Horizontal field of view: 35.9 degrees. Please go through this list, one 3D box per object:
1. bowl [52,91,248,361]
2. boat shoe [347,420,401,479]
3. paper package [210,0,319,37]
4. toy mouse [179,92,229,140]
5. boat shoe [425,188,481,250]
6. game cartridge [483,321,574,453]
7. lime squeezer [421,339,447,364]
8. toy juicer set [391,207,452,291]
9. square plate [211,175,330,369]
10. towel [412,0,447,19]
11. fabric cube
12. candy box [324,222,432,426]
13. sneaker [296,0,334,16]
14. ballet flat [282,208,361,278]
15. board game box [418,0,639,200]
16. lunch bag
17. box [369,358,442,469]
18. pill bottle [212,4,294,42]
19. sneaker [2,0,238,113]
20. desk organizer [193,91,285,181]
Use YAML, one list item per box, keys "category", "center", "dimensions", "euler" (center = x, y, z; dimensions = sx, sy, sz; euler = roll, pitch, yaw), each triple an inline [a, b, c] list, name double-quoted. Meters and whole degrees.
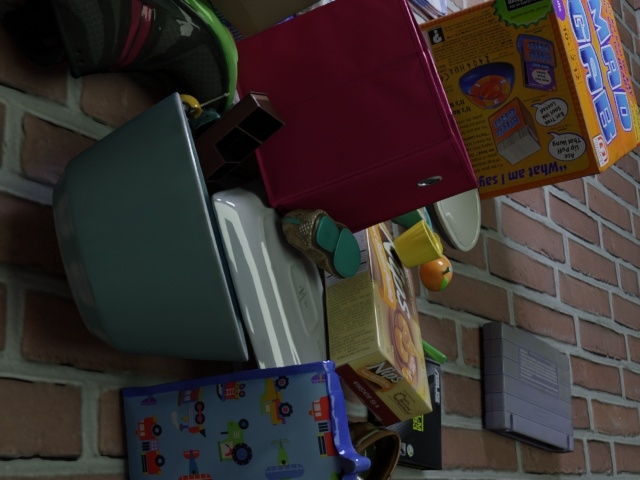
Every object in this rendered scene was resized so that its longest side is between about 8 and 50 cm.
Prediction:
- category: "bowl"
  center: [-0.195, 0.005, 1.110]
  dimensions: [0.311, 0.163, 0.312]
  euler: [165, -90, -84]
- category: "boat shoe"
  center: [0.022, 0.368, 1.413]
  dimensions: [0.123, 0.120, 0.324]
  euler: [63, 36, -21]
- category: "paper package"
  center: [-0.136, -0.455, 1.199]
  dimensions: [0.309, 0.168, 0.325]
  euler: [65, 11, 26]
- category: "toy mouse"
  center: [-0.189, -0.148, 1.299]
  dimensions: [0.143, 0.161, 0.031]
  euler: [78, -9, -74]
- category: "boat shoe"
  center: [0.203, -0.125, 1.851]
  dimensions: [0.116, 0.099, 0.319]
  euler: [-34, 105, -37]
- category: "game cartridge"
  center: [0.446, 0.318, 2.117]
  dimensions: [0.355, 0.068, 0.230]
  euler: [28, 53, -49]
- category: "lime squeezer"
  center: [0.156, 0.173, 1.678]
  dimensions: [0.110, 0.059, 0.310]
  euler: [53, -1, 7]
- category: "toy juicer set"
  center: [0.166, -0.060, 1.723]
  dimensions: [0.209, 0.089, 0.329]
  euler: [47, 19, -49]
- category: "square plate"
  center: [-0.043, 0.081, 1.369]
  dimensions: [0.347, 0.049, 0.344]
  euler: [-42, 116, -77]
- category: "towel"
  center: [0.184, -0.602, 2.056]
  dimensions: [0.285, 0.034, 0.209]
  euler: [25, 59, -50]
- category: "fabric cube"
  center: [0.051, -0.172, 1.412]
  dimensions: [0.254, 0.258, 0.259]
  euler: [39, 32, -70]
- category: "candy box"
  center: [0.083, 0.105, 1.538]
  dimensions: [0.183, 0.087, 0.316]
  euler: [52, 24, -41]
- category: "sneaker"
  center: [-0.008, -0.363, 1.663]
  dimensions: [0.083, 0.071, 0.191]
  euler: [-52, 122, -43]
- category: "ballet flat"
  center: [0.000, 0.000, 1.376]
  dimensions: [0.206, 0.067, 0.073]
  euler: [51, 56, -63]
- category: "board game box"
  center: [0.388, -0.297, 1.961]
  dimensions: [0.356, 0.356, 0.356]
  euler: [-27, 102, -56]
- category: "lunch bag"
  center: [-0.076, 0.263, 1.147]
  dimensions: [0.138, 0.293, 0.221]
  euler: [5, 75, -55]
- category: "box"
  center: [0.147, 0.290, 1.695]
  dimensions: [0.184, 0.045, 0.191]
  euler: [25, 60, -48]
- category: "pill bottle"
  center: [-0.115, -0.358, 1.461]
  dimensions: [0.187, 0.112, 0.112]
  euler: [61, 37, -23]
- category: "sneaker"
  center: [-0.266, -0.282, 1.192]
  dimensions: [0.202, 0.185, 0.483]
  euler: [-47, 146, 0]
- category: "desk organizer"
  center: [-0.113, -0.134, 1.296]
  dimensions: [0.050, 0.130, 0.047]
  euler: [56, 23, 11]
